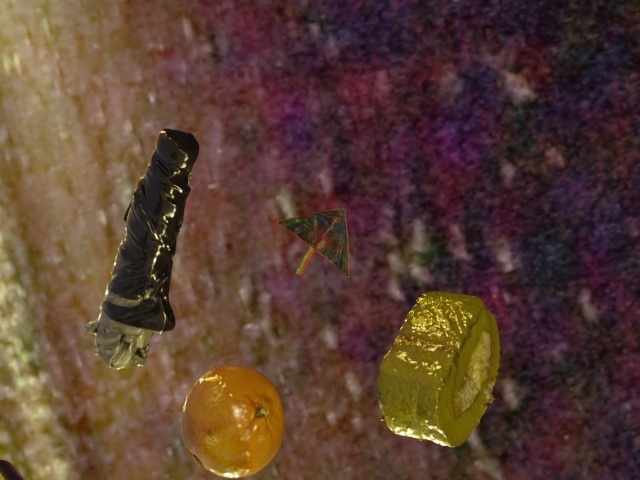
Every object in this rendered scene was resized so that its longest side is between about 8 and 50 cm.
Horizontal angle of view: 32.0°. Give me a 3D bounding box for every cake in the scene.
[{"bbox_3d":[0.208,0.220,1.908,0.156,0.260,0.179,12,141,32],"label":"cake"}]

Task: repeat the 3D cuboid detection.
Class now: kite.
[{"bbox_3d":[0.000,0.000,2.161,0.190,0.159,0.010,39,177,22],"label":"kite"}]

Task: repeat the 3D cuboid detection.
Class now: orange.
[{"bbox_3d":[-0.167,0.354,2.191,0.193,0.219,0.219,7,113,43],"label":"orange"}]

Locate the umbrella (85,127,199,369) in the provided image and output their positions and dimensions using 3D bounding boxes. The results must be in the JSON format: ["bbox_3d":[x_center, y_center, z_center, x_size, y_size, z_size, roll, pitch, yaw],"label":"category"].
[{"bbox_3d":[-0.218,0.015,1.477,0.113,0.106,0.357,58,135,47],"label":"umbrella"}]

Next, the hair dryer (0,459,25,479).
[{"bbox_3d":[-0.470,0.474,1.781,0.114,0.070,0.248,16,128,60],"label":"hair dryer"}]
